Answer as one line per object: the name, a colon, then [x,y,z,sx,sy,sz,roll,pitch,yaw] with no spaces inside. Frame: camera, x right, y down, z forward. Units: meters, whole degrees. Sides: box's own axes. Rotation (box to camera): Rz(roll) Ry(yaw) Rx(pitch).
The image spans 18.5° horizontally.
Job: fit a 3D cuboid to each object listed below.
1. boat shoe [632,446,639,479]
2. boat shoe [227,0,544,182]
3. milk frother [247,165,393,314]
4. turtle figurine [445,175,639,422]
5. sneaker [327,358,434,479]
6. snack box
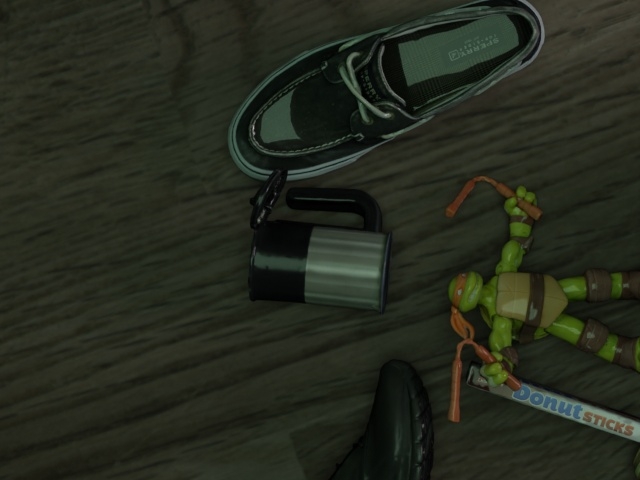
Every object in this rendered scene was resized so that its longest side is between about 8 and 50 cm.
boat shoe: [0.355,0.171,1.937,0.056,0.048,0.153,28,98,-42]
boat shoe: [0.059,-0.159,1.913,0.335,0.119,0.121,-27,89,3]
milk frother: [0.000,0.000,1.906,0.135,0.143,0.129,5,83,6]
turtle figurine: [0.213,0.074,1.913,0.217,0.087,0.269,10,60,-3]
sneaker: [0.042,0.256,1.928,0.130,0.109,0.286,8,89,10]
snack box: [0.230,0.158,1.932,0.178,0.064,0.022,19,93,3]
